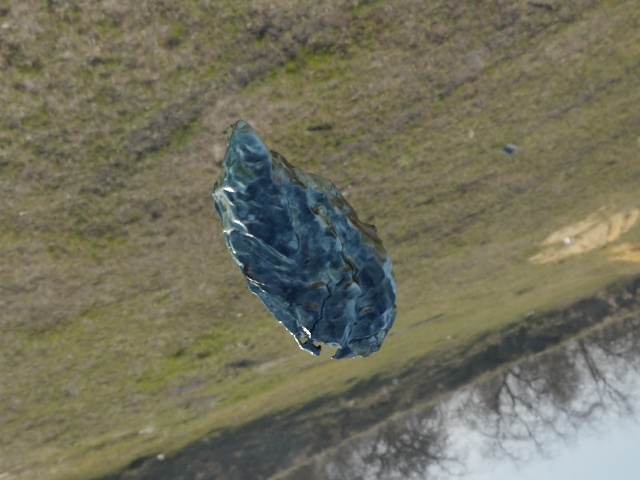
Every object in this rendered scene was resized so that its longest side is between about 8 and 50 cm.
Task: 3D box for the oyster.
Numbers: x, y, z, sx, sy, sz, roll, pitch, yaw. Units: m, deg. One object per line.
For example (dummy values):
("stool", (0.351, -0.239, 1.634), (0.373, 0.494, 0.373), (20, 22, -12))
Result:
("oyster", (-0.003, 0.000, 0.651), (0.087, 0.252, 0.199), (-6, -162, 36))
